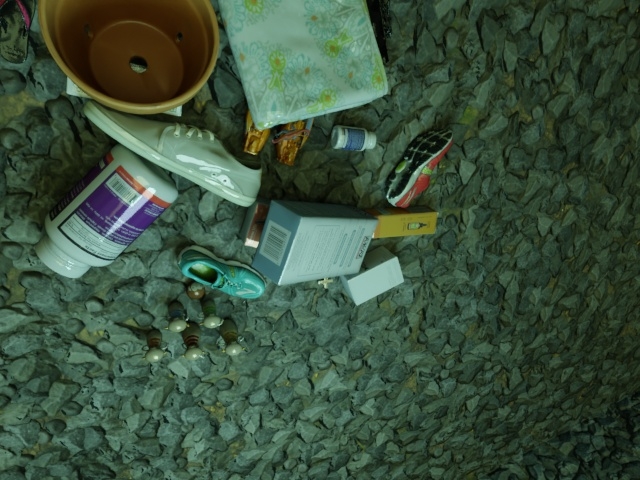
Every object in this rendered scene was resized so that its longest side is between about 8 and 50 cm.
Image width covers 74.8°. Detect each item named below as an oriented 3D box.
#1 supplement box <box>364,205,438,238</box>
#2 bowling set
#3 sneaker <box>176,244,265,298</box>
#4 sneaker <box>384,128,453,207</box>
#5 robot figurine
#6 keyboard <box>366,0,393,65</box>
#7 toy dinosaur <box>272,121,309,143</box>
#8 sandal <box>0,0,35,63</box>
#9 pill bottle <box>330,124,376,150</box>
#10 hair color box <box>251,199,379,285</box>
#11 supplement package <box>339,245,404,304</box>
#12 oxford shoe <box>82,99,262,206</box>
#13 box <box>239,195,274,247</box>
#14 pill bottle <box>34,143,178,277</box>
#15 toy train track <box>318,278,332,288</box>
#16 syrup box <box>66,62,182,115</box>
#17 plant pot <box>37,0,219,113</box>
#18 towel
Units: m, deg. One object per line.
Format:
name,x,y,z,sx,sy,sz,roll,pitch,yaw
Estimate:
supplement box,0.259,-0.062,1.352,0.233,0.080,0.078,-3,113,-17
bowling set,-0.370,0.234,1.198,0.287,0.154,0.199,-8,114,-18
sneaker,-0.283,0.112,1.206,0.275,0.110,0.107,25,101,-27
sneaker,0.311,-0.223,1.309,0.279,0.107,0.118,-50,137,8
robot figurine,-0.095,-0.354,1.096,0.211,0.085,0.291,12,107,-25
keyboard,0.146,-0.570,1.134,0.100,0.038,0.192,-10,118,10
toy dinosaur,-0.070,-0.264,1.060,0.082,0.090,0.047,-3,135,14
sandal,-0.641,-0.464,0.876,0.067,0.040,0.179,6,109,-22
pill bottle,0.095,-0.292,1.201,0.120,0.067,0.067,1,111,-20
hair color box,0.000,0.000,1.162,0.374,0.114,0.185,-2,117,-53
supplement package,0.162,0.112,1.371,0.179,0.105,0.105,-26,118,-9
oxford shoe,-0.329,-0.228,1.020,0.449,0.169,0.130,25,104,-34
box,-0.130,-0.041,1.209,0.170,0.091,0.130,13,106,-25
pill bottle,-0.515,-0.065,1.008,0.323,0.181,0.181,-44,119,2
toy train track,0.015,0.116,1.372,0.048,0.014,0.083,-6,108,-10
syrup box,-0.440,-0.358,0.962,0.237,0.096,0.093,6,107,-23
plant pot,-0.361,-0.377,0.822,0.291,0.203,0.290,0,91,-22
towel,-0.029,-0.463,0.996,0.374,0.090,0.320,-21,99,-24
